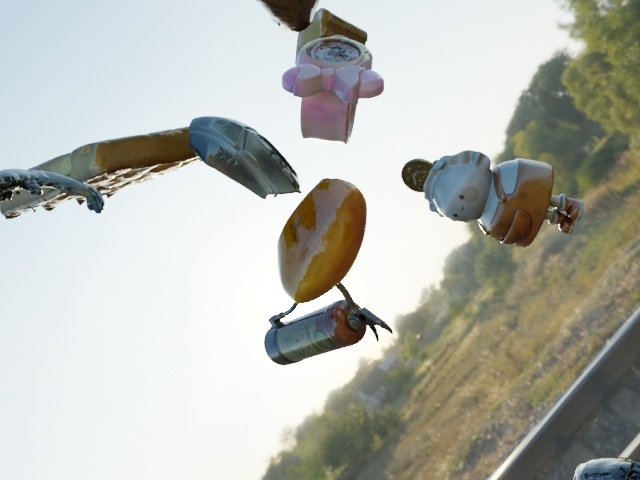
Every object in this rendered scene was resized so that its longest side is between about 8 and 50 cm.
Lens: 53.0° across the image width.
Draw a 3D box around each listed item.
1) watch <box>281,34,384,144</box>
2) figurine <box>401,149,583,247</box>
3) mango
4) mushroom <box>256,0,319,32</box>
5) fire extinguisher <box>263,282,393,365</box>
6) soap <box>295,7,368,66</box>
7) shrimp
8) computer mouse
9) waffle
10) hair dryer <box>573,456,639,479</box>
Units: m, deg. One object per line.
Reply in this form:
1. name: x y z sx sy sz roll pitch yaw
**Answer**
1. watch: 0.033 -0.305 1.399 0.248 0.211 0.217 -77 -9 -46
2. figurine: 0.262 -0.075 0.992 0.143 0.271 0.143 -56 -18 -27
3. mango: 0.000 0.000 1.202 0.126 0.154 0.252 67 -136 -69
4. mushroom: -0.106 -0.509 1.134 0.195 0.283 0.263 -57 -35 1
5. fire extinguisher: -0.012 0.200 1.556 0.376 0.200 0.113 -25 32 45
6. soap: 0.038 -0.561 1.886 0.274 0.089 0.173 -3 -77 -60
7. shrimp: -0.349 -0.053 0.798 0.195 0.148 0.035 -74 1 -71
8. computer mouse: -0.126 -0.154 1.121 0.071 0.231 0.126 -58 -4 28
9. waffle: -0.373 -0.135 1.193 0.304 0.077 0.348 -14 7 34
10. hair dryer: 0.624 0.507 1.076 0.304 0.359 0.120 -10 34 53
